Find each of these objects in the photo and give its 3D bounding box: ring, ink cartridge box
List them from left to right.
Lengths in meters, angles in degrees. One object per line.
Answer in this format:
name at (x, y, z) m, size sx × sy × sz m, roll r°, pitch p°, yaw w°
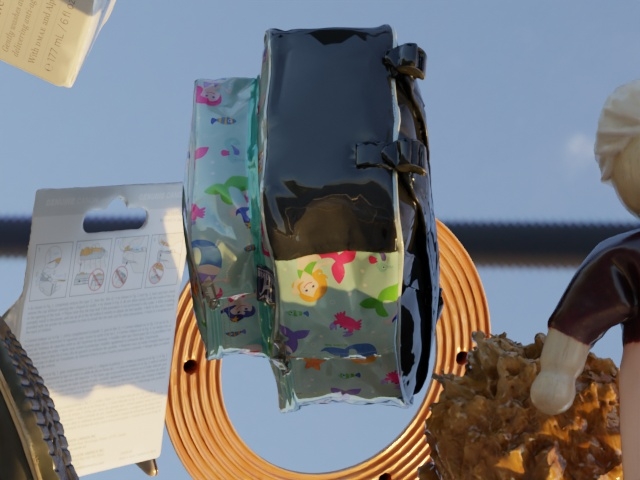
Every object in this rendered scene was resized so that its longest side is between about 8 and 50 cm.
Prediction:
ink cartridge box at (-0.186, 0.068, 1.535) m, size 0.066 × 0.189 × 0.232 m, roll 10°, pitch -81°, yaw 35°
ring at (0.006, 0.111, 1.861) m, size 0.337 × 0.336 × 0.032 m, roll 65°, pitch -14°, yaw -22°

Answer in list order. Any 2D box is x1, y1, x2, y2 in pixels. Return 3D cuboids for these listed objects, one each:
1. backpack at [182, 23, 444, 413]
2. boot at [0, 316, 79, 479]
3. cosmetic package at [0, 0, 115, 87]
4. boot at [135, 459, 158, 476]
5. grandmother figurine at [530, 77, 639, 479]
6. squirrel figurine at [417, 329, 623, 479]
backpack at (0.000, 0.000, 1.417) m, size 0.191 × 0.225 × 0.253 m, roll -7°, pitch -42°, yaw 8°
boot at (-0.219, 0.153, 1.211) m, size 0.077 × 0.137 × 0.198 m, roll 41°, pitch 27°, yaw -84°
cosmetic package at (-0.367, -0.336, 1.897) m, size 0.385 × 0.156 × 0.217 m, roll 22°, pitch -48°, yaw -2°
boot at (-0.232, 0.212, 2.112) m, size 0.118 × 0.087 × 0.042 m, roll 59°, pitch -29°, yaw 36°
grandmother figurine at (0.233, 0.062, 1.219) m, size 0.104 × 0.207 × 0.342 m, roll 132°, pitch -47°, yaw -68°
squirrel figurine at (0.227, 0.223, 1.410) m, size 0.397 × 0.370 × 0.281 m, roll 37°, pitch 15°, yaw -44°
